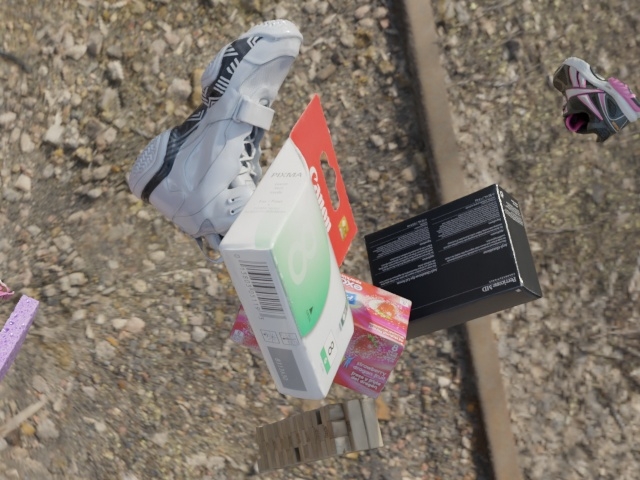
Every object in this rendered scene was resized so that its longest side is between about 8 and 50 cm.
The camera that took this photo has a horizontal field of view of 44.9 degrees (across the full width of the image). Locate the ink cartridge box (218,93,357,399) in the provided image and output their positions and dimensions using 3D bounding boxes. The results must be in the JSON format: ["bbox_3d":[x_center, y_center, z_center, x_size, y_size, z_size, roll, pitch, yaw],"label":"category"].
[{"bbox_3d":[0.000,0.000,0.702,0.225,0.056,0.181,-61,145,-41],"label":"ink cartridge box"}]

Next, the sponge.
[{"bbox_3d":[-0.465,0.182,1.102,0.031,0.210,0.117,27,118,-12],"label":"sponge"}]

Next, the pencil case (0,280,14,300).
[{"bbox_3d":[-0.548,0.010,1.170,0.098,0.095,0.209,-21,84,-44],"label":"pencil case"}]

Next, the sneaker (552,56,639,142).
[{"bbox_3d":[0.339,-0.180,1.004,0.077,0.178,0.072,-44,112,11],"label":"sneaker"}]

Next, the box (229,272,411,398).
[{"bbox_3d":[0.003,0.127,1.230,0.257,0.123,0.128,23,31,-1],"label":"box"}]

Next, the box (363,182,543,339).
[{"bbox_3d":[0.220,0.043,1.320,0.103,0.261,0.184,27,49,-50],"label":"box"}]

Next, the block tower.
[{"bbox_3d":[-0.017,0.378,1.491,0.091,0.335,0.097,1,68,-32],"label":"block tower"}]

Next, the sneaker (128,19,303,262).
[{"bbox_3d":[-0.114,-0.142,1.177,0.366,0.137,0.210,-46,77,15],"label":"sneaker"}]
